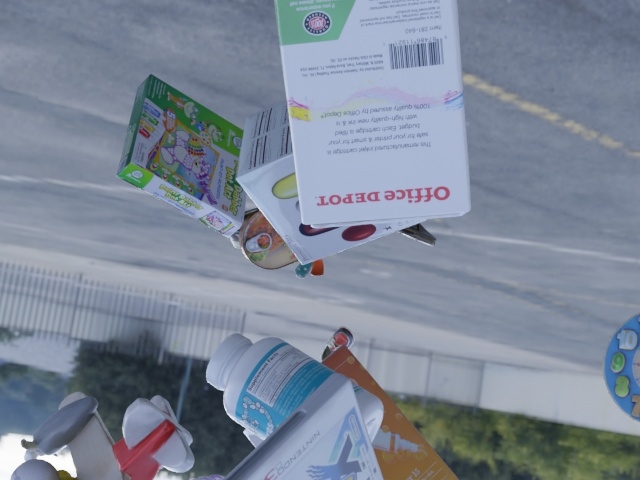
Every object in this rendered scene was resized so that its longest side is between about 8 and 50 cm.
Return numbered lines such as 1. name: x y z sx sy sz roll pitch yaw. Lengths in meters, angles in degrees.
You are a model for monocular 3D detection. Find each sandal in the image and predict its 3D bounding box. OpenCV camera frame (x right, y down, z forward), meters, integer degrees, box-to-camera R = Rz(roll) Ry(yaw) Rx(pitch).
1. sandal: 0.148 -0.058 1.644 0.090 0.060 0.219 19 -159 -19

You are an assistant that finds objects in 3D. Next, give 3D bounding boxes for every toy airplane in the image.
1. toy airplane: -0.405 0.431 1.644 0.272 0.384 0.386 23 151 -34

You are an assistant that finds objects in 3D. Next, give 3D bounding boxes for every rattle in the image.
1. rattle: 0.000 0.000 2.018 0.130 0.200 0.143 -21 158 9

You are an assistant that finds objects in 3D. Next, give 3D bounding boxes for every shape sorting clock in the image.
1. shape sorting clock: 0.565 0.207 1.517 0.206 0.206 0.040 4 159 29

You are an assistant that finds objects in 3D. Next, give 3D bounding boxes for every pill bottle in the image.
1. pill bottle: -0.046 0.244 1.430 0.264 0.146 0.146 28 -179 23

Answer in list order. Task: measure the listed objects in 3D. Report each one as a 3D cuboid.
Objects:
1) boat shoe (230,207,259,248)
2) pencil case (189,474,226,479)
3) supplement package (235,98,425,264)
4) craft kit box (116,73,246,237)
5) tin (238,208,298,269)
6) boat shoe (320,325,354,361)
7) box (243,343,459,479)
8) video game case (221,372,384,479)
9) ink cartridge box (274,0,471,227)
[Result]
1. boat shoe: -0.099 -0.041 1.961 0.223 0.080 0.073 -15 140 19
2. pencil case: -0.243 0.526 1.907 0.088 0.086 0.206 -26 169 7
3. supplement package: 0.019 -0.104 1.338 0.203 0.149 0.194 -21 129 22
4. craft kit box: -0.247 -0.161 1.759 0.246 0.250 0.061 32 131 -30
5. tin: -0.049 -0.017 1.595 0.189 0.106 0.040 -20 -173 -18
6. boat shoe: 0.036 0.237 2.109 0.049 0.043 0.137 47 147 7
7. box: 0.057 0.413 1.786 0.215 0.345 0.168 -35 170 -34
8. video game case: -0.025 0.389 1.234 0.036 0.300 0.329 16 135 42
9. ink cartridge box: 0.067 -0.169 1.101 0.201 0.278 0.117 -4 -163 9
